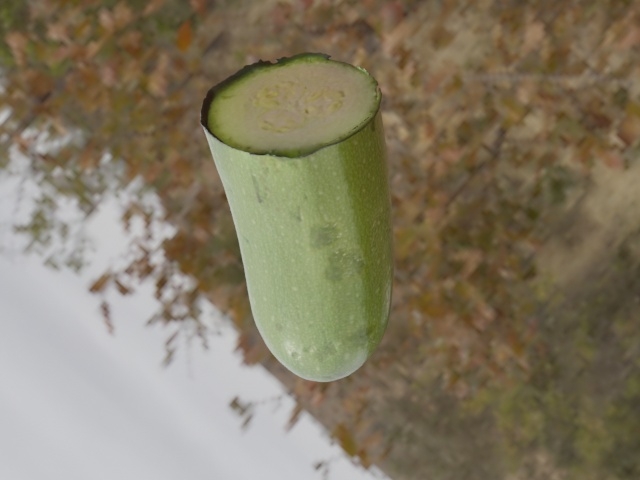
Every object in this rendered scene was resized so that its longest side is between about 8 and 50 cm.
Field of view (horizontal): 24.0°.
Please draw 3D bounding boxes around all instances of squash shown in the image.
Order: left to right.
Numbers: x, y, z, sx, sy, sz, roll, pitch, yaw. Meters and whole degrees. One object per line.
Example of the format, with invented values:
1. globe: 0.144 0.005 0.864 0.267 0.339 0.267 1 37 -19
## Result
1. squash: 0.000 0.000 0.823 0.095 0.095 0.188 39 149 46
